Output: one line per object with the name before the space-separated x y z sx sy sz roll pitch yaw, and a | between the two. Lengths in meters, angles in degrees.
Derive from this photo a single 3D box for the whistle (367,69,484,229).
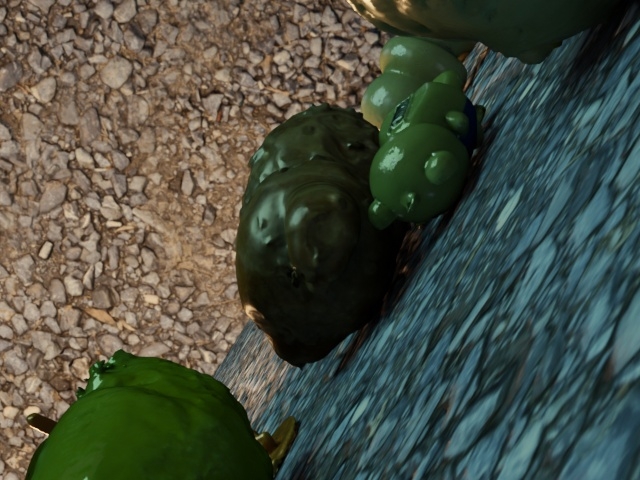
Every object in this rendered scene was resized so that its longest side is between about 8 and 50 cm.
whistle | 0.099 -0.089 1.442 0.105 0.085 0.227 -38 18 32

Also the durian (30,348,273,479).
durian | -0.142 0.245 1.266 0.340 0.204 0.256 -132 60 -77

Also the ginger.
ginger | 0.000 0.000 1.549 0.375 0.176 0.256 -93 17 -81

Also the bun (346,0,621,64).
bun | 0.127 -0.217 1.163 0.283 0.283 0.179 -112 15 -86

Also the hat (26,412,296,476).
hat | -0.185 0.225 1.558 0.244 0.233 0.233 -57 4 37

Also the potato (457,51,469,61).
potato | 0.197 -0.270 2.212 0.037 0.036 0.093 -115 26 -43

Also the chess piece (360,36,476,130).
chess piece | 0.134 -0.229 1.959 0.251 0.144 0.144 -65 4 -10

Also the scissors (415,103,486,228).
scissors | 0.120 -0.072 1.585 0.133 0.020 0.187 -62 5 -1

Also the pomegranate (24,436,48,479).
pomegranate | -0.228 0.279 1.757 0.198 0.198 0.246 -55 0 44
